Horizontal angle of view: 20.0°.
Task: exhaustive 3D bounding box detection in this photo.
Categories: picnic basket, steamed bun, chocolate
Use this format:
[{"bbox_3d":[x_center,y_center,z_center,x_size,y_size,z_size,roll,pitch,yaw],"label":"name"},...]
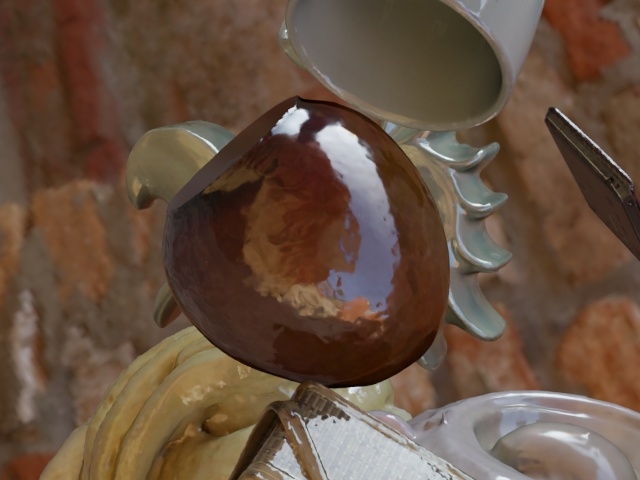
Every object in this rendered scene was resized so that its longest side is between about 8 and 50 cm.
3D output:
[{"bbox_3d":[0.020,0.168,1.009,0.164,0.115,0.079,30,43,3],"label":"picnic basket"},{"bbox_3d":[-0.103,0.234,1.632,0.230,0.372,0.324,34,45,-57],"label":"steamed bun"},{"bbox_3d":[-0.003,0.009,1.044,0.177,0.177,0.176,51,21,-28],"label":"chocolate"}]

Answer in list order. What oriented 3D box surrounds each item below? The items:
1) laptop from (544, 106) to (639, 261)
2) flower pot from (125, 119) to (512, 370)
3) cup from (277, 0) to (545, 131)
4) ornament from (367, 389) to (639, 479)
[{"bbox_3d":[0.316,-0.051,2.006,0.154,0.026,0.207,49,-2,34],"label":"laptop"},{"bbox_3d":[0.000,0.000,1.780,0.164,0.368,0.254,-34,120,-75],"label":"flower pot"},{"bbox_3d":[0.074,-0.226,1.476,0.186,0.258,0.234,43,55,-29],"label":"cup"},{"bbox_3d":[0.156,0.278,1.321,0.337,0.337,0.337,51,21,-28],"label":"ornament"}]
